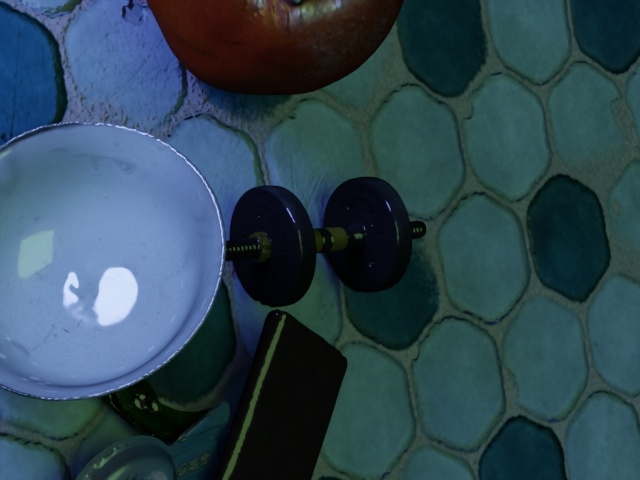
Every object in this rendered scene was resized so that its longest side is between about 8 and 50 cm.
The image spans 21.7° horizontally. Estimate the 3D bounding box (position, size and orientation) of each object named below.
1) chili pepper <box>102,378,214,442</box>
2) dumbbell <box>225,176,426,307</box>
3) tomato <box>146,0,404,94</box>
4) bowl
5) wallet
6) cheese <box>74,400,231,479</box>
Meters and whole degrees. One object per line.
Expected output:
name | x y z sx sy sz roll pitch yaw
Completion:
chili pepper | -0.189 0.181 1.874 0.182 0.050 0.073 41 54 -30
dumbbell | 0.000 0.000 1.982 0.325 0.143 0.143 -7 89 -38
tomato | -0.068 -0.331 1.896 0.341 0.273 0.341 1 88 -24
bowl | -0.247 0.042 1.762 0.313 0.146 0.313 -1 66 1
wallet | -0.046 0.213 1.961 0.182 0.049 0.229 42 60 -53
cheese | -0.192 0.266 1.843 0.244 0.052 0.135 -21 124 -39
